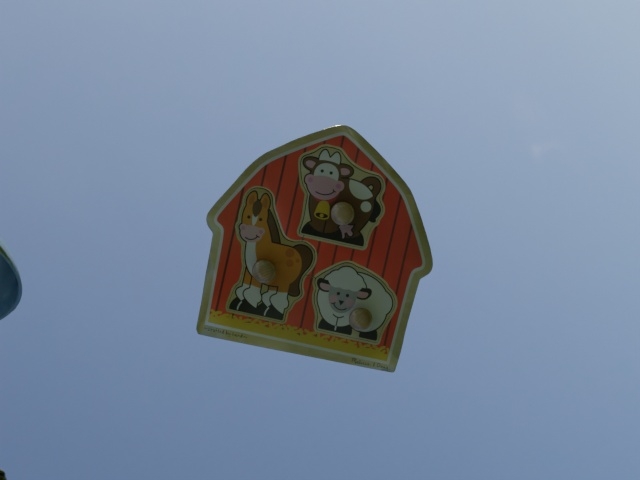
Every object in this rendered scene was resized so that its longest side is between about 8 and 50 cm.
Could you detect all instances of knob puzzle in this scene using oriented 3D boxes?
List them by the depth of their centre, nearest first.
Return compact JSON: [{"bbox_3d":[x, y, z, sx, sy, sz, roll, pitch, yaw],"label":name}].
[{"bbox_3d":[0.000,0.000,1.052,0.213,0.213,0.030,55,180,-3],"label":"knob puzzle"}]

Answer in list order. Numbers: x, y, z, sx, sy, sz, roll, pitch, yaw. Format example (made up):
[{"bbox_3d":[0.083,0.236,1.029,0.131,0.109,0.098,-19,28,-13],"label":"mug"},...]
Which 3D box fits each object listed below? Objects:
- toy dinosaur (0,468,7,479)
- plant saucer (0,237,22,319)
[{"bbox_3d":[-0.357,0.296,1.183,0.322,0.218,0.164,49,-176,-27],"label":"toy dinosaur"},{"bbox_3d":[-0.411,0.000,1.097,0.317,0.317,0.044,31,-126,-38],"label":"plant saucer"}]
